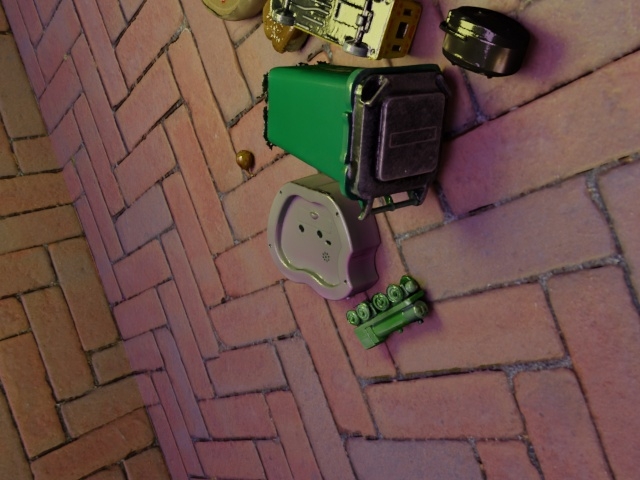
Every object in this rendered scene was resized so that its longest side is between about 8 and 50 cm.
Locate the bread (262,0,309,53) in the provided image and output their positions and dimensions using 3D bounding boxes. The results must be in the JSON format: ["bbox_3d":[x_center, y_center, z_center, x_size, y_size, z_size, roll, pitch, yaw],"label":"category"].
[{"bbox_3d":[-0.080,-0.538,1.496,0.127,0.069,0.140,56,136,19],"label":"bread"}]

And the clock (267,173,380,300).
[{"bbox_3d":[0.000,0.000,1.584,0.339,0.102,0.338,20,119,42],"label":"clock"}]

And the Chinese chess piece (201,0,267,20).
[{"bbox_3d":[-0.223,-0.691,1.573,0.250,0.103,0.249,21,121,40],"label":"Chinese chess piece"}]

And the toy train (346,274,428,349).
[{"bbox_3d":[0.161,0.177,1.493,0.119,0.085,0.251,59,140,6],"label":"toy train"}]

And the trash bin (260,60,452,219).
[{"bbox_3d":[0.063,-0.243,1.326,0.381,0.259,0.294,29,125,46],"label":"trash bin"}]

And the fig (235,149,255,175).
[{"bbox_3d":[-0.214,-0.221,1.785,0.050,0.050,0.083,2,125,47],"label":"fig"}]

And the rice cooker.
[{"bbox_3d":[0.294,-0.359,1.118,0.165,0.112,0.106,32,132,37],"label":"rice cooker"}]

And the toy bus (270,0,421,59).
[{"bbox_3d":[0.043,-0.498,1.315,0.330,0.152,0.144,35,122,32],"label":"toy bus"}]
